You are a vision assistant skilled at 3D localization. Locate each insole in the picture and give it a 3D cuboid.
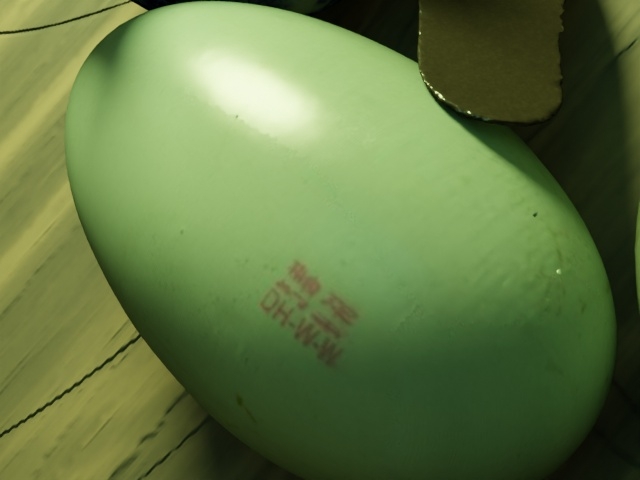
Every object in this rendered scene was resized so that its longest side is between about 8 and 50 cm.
[{"bbox_3d":[0.103,-0.151,0.957,0.111,0.007,0.328,12,34,0],"label":"insole"}]

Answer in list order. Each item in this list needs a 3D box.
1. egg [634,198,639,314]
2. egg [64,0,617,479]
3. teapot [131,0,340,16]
[{"bbox_3d":[0.291,0.039,0.803,0.258,0.258,0.352,-18,69,7],"label":"egg"},{"bbox_3d":[0.000,0.000,0.910,0.371,0.230,0.230,38,82,24],"label":"egg"},{"bbox_3d":[-0.037,-0.263,0.990,0.424,0.280,0.252,-27,97,-33],"label":"teapot"}]
